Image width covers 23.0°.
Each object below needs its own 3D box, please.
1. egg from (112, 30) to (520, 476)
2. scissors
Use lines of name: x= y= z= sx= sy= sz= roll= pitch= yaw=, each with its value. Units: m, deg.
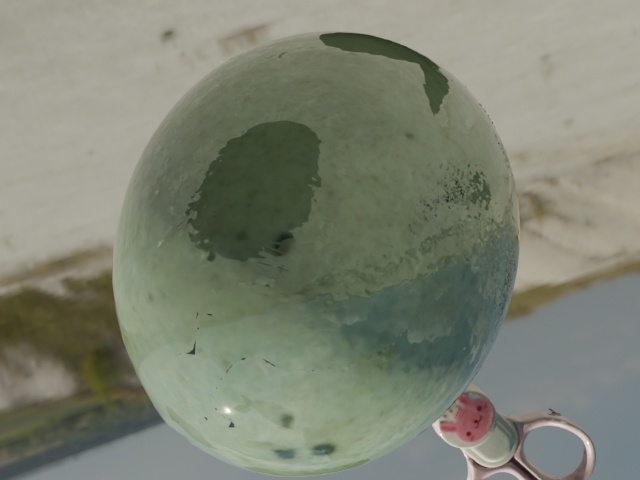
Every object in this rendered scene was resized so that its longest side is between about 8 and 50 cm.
egg: x=0.000 y=0.000 z=0.670 sx=0.169 sy=0.169 sz=0.236 roll=-21 pitch=-161 yaw=20
scissors: x=0.119 y=0.148 z=1.304 sx=0.118 sy=0.242 sz=0.030 roll=-48 pitch=-162 yaw=2
